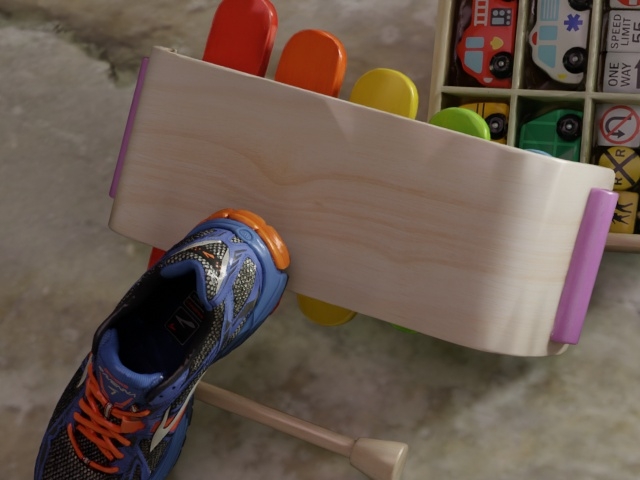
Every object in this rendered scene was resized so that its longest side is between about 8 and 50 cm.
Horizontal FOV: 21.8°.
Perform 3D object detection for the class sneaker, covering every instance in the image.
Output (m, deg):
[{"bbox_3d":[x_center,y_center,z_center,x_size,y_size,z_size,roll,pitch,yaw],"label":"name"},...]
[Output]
[{"bbox_3d":[-0.107,0.076,0.943,0.083,0.087,0.221,35,107,14],"label":"sneaker"}]

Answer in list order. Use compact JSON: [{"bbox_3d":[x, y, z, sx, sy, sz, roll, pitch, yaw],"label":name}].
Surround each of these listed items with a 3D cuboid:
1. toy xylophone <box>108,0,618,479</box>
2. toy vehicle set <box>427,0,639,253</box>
[{"bbox_3d":[0.000,0.000,0.992,0.322,0.081,0.236,26,100,17],"label":"toy xylophone"},{"bbox_3d":[0.155,-0.128,1.022,0.166,0.035,0.267,3,82,19],"label":"toy vehicle set"}]
